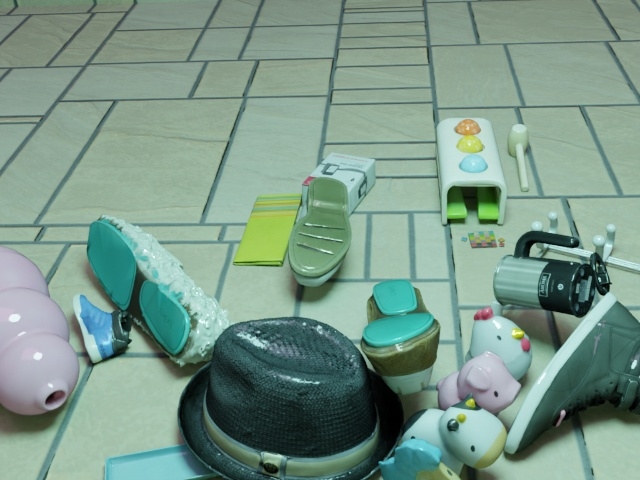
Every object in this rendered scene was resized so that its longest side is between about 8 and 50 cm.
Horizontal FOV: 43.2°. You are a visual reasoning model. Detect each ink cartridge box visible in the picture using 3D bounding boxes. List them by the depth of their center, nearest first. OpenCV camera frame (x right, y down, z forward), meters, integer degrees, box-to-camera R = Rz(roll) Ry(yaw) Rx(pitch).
[{"bbox_3d":[0.041,-0.123,1.725,0.109,0.063,0.150,12,38,22],"label":"ink cartridge box"}]

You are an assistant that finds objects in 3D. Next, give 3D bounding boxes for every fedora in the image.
[{"bbox_3d":[-0.043,0.204,1.161,0.334,0.152,0.334,1,32,-1],"label":"fedora"}]

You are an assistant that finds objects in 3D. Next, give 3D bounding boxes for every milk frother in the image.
[{"bbox_3d":[0.373,0.062,1.285,0.135,0.143,0.129,8,71,43],"label":"milk frother"}]

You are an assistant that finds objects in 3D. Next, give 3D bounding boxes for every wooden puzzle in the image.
[{"bbox_3d":[0.316,-0.002,1.572,0.083,0.006,0.049,-2,35,2],"label":"wooden puzzle"}]

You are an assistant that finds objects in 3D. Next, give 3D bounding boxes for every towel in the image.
[{"bbox_3d":[-0.103,-0.023,1.636,0.102,0.021,0.237,-3,35,12],"label":"towel"}]

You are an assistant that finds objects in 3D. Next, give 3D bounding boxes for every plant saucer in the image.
[{"bbox_3d":[-0.207,0.320,1.145,0.192,0.018,0.067,-10,35,-7],"label":"plant saucer"}]

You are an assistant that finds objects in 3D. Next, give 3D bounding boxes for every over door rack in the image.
[{"bbox_3d":[0.458,0.060,1.381,0.240,0.108,0.324,16,39,27],"label":"over door rack"}]

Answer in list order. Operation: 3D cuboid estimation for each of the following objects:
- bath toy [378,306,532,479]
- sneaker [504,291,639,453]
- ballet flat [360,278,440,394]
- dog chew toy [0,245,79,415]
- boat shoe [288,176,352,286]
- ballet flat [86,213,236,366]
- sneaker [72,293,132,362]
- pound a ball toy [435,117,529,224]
[{"bbox_3d":[0.210,0.218,1.135,0.151,0.129,0.348,-1,29,35],"label":"bath toy"},{"bbox_3d":[0.390,0.218,1.152,0.147,0.104,0.296,38,67,19],"label":"sneaker"},{"bbox_3d":[0.119,0.154,1.202,0.116,0.124,0.342,-11,10,2],"label":"ballet flat"},{"bbox_3d":[-0.496,0.149,1.276,0.207,0.206,0.332,-28,49,-30],"label":"dog chew toy"},{"bbox_3d":[0.000,0.000,1.516,0.113,0.103,0.302,14,35,2],"label":"boat shoe"},{"bbox_3d":[-0.278,0.089,1.421,0.147,0.147,0.409,-24,42,-27],"label":"ballet flat"},{"bbox_3d":[-0.370,0.138,1.387,0.085,0.058,0.152,-21,42,-14],"label":"sneaker"},{"bbox_3d":[0.350,-0.170,1.701,0.208,0.135,0.319,0,35,6],"label":"pound a ball toy"}]
